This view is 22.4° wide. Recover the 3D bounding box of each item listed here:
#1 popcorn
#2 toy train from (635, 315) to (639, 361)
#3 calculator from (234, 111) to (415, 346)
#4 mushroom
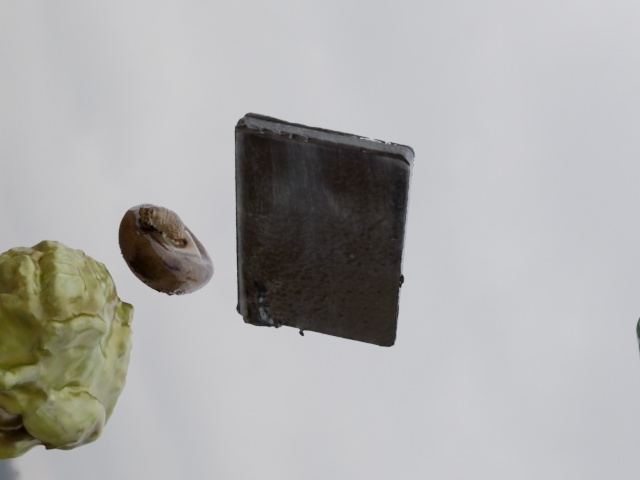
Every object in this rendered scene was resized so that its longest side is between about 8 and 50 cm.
[{"bbox_3d":[-0.302,0.116,1.746,0.255,0.195,0.256,-74,-177,-51],"label":"popcorn"},{"bbox_3d":[0.388,0.133,1.650,0.159,0.101,0.248,-42,-157,30],"label":"toy train"},{"bbox_3d":[0.000,0.000,1.452,0.261,0.161,0.021,94,11,-47],"label":"calculator"},{"bbox_3d":[-0.172,0.008,1.837,0.087,0.127,0.127,-47,-137,20],"label":"mushroom"}]
